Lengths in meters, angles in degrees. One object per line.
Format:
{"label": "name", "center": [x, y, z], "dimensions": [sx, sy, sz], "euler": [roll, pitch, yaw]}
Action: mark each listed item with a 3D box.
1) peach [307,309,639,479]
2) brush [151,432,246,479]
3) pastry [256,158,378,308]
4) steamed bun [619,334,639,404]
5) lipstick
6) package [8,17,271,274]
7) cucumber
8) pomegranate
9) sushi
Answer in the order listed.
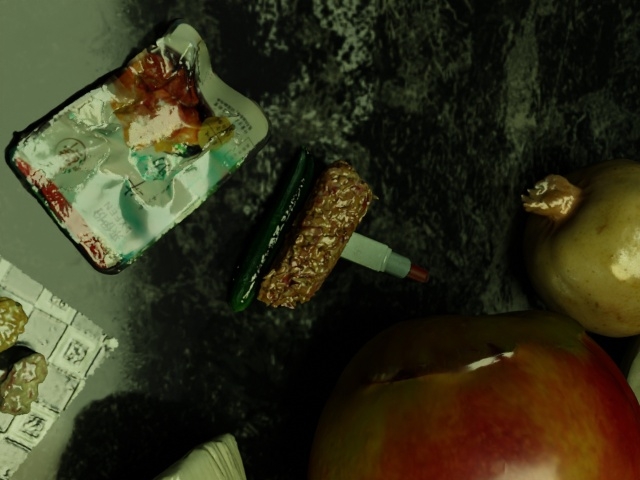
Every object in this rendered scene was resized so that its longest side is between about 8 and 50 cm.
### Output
{"label": "peach", "center": [0.160, 0.250, 1.162], "dimensions": [0.370, 0.370, 0.370], "euler": [-4, 99, -27]}
{"label": "brush", "center": [-0.142, 0.329, 1.134], "dimensions": [0.166, 0.174, 0.267], "euler": [47, 109, 8]}
{"label": "pastry", "center": [0.000, 0.000, 1.183], "dimensions": [0.063, 0.087, 0.169], "euler": [27, 83, 11]}
{"label": "steamed bun", "center": [0.477, 0.186, 1.363], "dimensions": [0.367, 0.255, 0.343], "euler": [12, 90, -59]}
{"label": "lipstick", "center": [0.069, 0.021, 1.261], "dimensions": [0.129, 0.030, 0.030], "euler": [22, 86, -28]}
{"label": "package", "center": [-0.164, -0.092, 1.123], "dimensions": [0.232, 0.040, 0.166], "euler": [-41, 113, -16]}
{"label": "cucumber", "center": [-0.048, -0.011, 1.195], "dimensions": [0.033, 0.036, 0.184], "euler": [30, 84, -26]}
{"label": "pomegranate", "center": [0.326, 0.006, 1.298], "dimensions": [0.207, 0.207, 0.207], "euler": [-4, 99, -27]}
{"label": "sushi", "center": [-0.314, 0.111, 1.070], "dimensions": [0.210, 0.040, 0.193], "euler": [43, 77, -25]}
